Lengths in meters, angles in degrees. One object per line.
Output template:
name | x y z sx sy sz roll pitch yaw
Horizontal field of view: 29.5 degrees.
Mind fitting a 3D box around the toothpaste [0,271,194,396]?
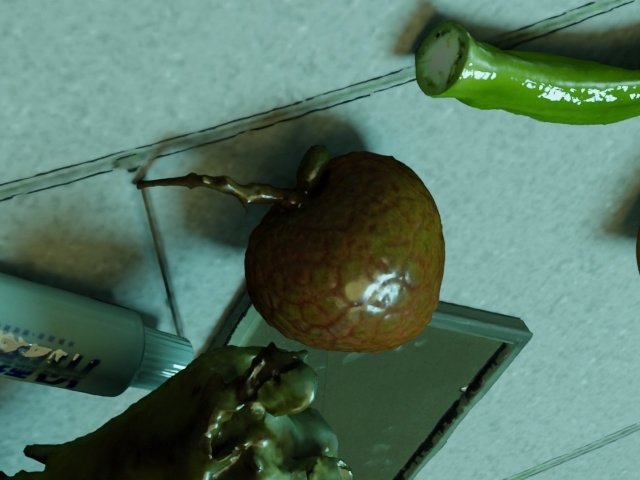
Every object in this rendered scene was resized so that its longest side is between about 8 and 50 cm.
toothpaste | -0.198 0.033 0.589 0.297 0.048 0.074 17 120 -32

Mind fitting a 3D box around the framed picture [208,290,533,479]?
framed picture | -0.014 0.139 0.786 0.209 0.019 0.281 15 122 -34

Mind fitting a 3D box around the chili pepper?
chili pepper | 0.143 -0.087 0.636 0.202 0.050 0.052 -5 168 -23

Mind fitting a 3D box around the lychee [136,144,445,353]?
lychee | 0.004 0.005 0.612 0.114 0.101 0.140 -34 142 21

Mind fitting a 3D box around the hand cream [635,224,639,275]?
hand cream | 0.345 0.010 0.788 0.314 0.089 0.139 8 127 -35

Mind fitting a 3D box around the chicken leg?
chicken leg | -0.152 0.181 0.631 0.429 0.201 0.153 -35 175 19
